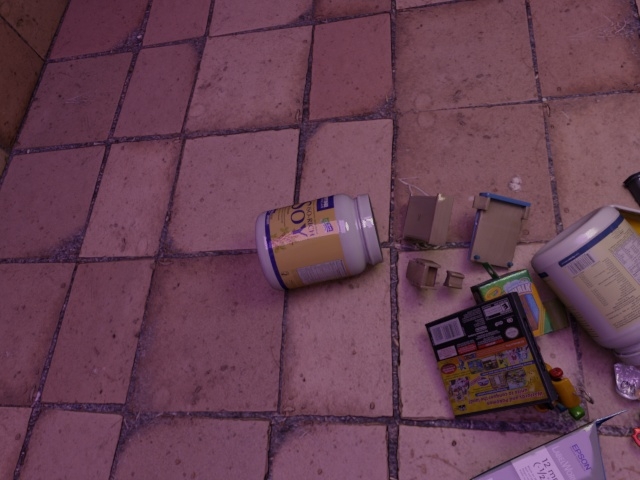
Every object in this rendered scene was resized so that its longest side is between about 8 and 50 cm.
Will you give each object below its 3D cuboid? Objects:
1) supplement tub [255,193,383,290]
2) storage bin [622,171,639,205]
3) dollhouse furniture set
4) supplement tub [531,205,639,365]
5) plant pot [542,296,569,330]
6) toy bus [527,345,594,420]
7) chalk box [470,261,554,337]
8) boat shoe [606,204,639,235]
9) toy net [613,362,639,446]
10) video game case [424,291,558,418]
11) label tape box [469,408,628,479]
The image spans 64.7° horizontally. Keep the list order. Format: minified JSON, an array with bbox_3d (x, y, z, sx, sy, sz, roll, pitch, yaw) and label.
[{"bbox_3d":[0.000,0.000,1.467,0.330,0.241,0.241,-13,63,8],"label":"supplement tub"},{"bbox_3d":[0.928,-0.151,1.385,0.135,0.098,0.091,-17,72,6],"label":"storage bin"},{"bbox_3d":[0.413,0.005,1.456,0.302,0.198,0.287,10,93,-12],"label":"dollhouse furniture set"},{"bbox_3d":[0.698,0.107,1.207,0.235,0.235,0.325,-37,80,-4],"label":"supplement tub"},{"bbox_3d":[0.606,0.194,1.314,0.083,0.083,0.079,-19,73,5],"label":"plant pot"},{"bbox_3d":[0.519,0.349,1.192,0.104,0.202,0.191,-35,56,-3],"label":"toy bus"},{"bbox_3d":[0.476,0.151,1.297,0.131,0.132,0.213,-21,83,4],"label":"chalk box"},{"bbox_3d":[0.847,-0.005,1.221,0.136,0.156,0.367,-47,39,-1],"label":"boat shoe"},{"bbox_3d":[0.759,0.403,1.190,0.122,0.045,0.232,-28,60,2],"label":"toy net"},{"bbox_3d":[0.398,0.285,1.225,0.274,0.035,0.249,-33,65,45],"label":"video game case"},{"bbox_3d":[0.501,0.499,1.092,0.347,0.249,0.115,-25,61,2],"label":"label tape box"}]
